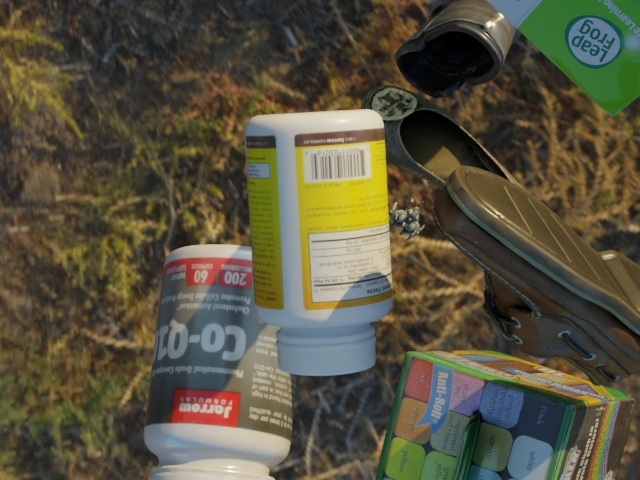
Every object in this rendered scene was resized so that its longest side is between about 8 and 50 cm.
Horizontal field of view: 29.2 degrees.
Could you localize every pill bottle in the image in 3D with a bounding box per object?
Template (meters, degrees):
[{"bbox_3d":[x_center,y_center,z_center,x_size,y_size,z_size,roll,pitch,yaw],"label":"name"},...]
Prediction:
[{"bbox_3d":[-0.107,0.159,1.340,0.161,0.161,0.283,12,72,-22],"label":"pill bottle"},{"bbox_3d":[0.000,0.000,1.027,0.117,0.117,0.215,-4,96,-14],"label":"pill bottle"}]

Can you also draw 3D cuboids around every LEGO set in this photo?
[{"bbox_3d":[0.109,-0.023,1.392,0.083,0.023,0.054,-12,119,8],"label":"LEGO set"}]

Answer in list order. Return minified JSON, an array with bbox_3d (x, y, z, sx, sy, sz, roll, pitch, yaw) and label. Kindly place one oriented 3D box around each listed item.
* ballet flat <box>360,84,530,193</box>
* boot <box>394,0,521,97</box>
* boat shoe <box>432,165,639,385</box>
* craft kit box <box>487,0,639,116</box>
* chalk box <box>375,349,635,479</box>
[{"bbox_3d":[0.137,-0.074,1.215,0.084,0.250,0.058,-38,161,-17],"label":"ballet flat"},{"bbox_3d":[0.151,-0.237,1.222,0.118,0.338,0.223,43,82,-4],"label":"boot"},{"bbox_3d":[0.186,0.047,0.997,0.307,0.111,0.104,30,117,-35],"label":"boat shoe"},{"bbox_3d":[0.160,-0.227,0.666,0.250,0.061,0.246,41,137,-6],"label":"craft kit box"},{"bbox_3d":[0.170,0.215,1.212,0.289,0.179,0.180,11,94,-60],"label":"chalk box"}]
